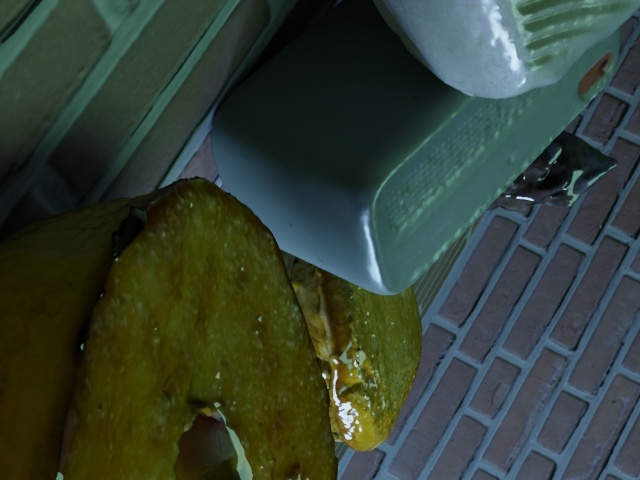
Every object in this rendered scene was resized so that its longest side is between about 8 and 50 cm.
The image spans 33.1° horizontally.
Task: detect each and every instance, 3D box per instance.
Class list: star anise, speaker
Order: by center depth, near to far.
[{"bbox_3d":[0.107,-0.139,1.031,0.406,0.184,0.183,-43,141,-23],"label":"speaker"},{"bbox_3d":[0.188,-0.081,1.248,0.315,0.315,0.108,25,65,-77],"label":"star anise"}]

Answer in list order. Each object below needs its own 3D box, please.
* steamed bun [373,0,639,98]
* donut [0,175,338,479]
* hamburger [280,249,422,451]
[{"bbox_3d":[0.124,-0.322,0.829,0.247,0.236,0.384,-39,136,-30],"label":"steamed bun"},{"bbox_3d":[-0.131,0.148,0.770,0.435,0.163,0.378,9,80,-70],"label":"donut"},{"bbox_3d":[0.017,0.089,1.265,0.314,0.170,0.290,-52,137,-61],"label":"hamburger"}]
